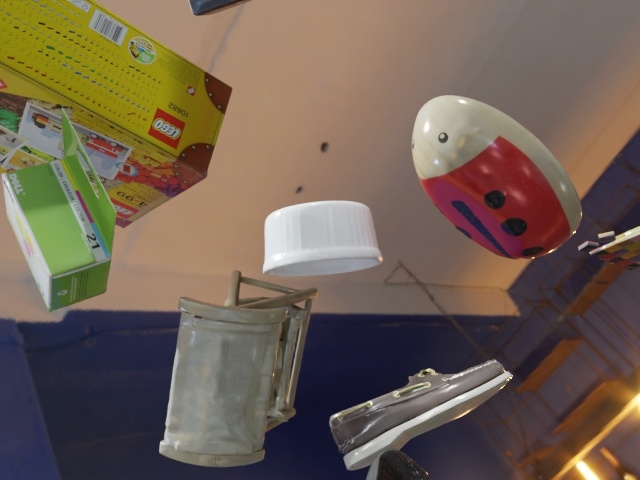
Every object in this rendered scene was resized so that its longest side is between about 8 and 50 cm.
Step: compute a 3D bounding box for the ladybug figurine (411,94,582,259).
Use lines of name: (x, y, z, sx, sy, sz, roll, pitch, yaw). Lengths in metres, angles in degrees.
ladybug figurine: (0.357, -0.106, 1.361, 0.449, 0.305, 0.162, 41, -110, -18)

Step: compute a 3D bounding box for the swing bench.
swing bench: (-0.129, 0.206, 1.078, 0.254, 0.165, 0.253, -34, -46, -74)

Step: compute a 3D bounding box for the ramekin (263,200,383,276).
ramekin: (0.000, 0.000, 1.505, 0.277, 0.135, 0.277, -5, -10, -1)

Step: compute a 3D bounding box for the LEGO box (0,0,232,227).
LEGO box: (-0.468, -0.246, 1.121, 0.500, 0.193, 0.372, 28, -29, -30)

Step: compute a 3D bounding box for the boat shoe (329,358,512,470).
boat shoe: (0.172, 0.279, 1.123, 0.324, 0.097, 0.117, -27, -30, -2)

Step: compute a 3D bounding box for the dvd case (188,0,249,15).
dvd case: (-0.046, -0.292, 0.425, 0.029, 0.179, 0.239, -37, -64, -56)

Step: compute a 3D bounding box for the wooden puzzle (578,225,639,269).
wooden puzzle: (0.223, 0.004, 0.452, 0.083, 0.006, 0.049, 17, -32, -31)

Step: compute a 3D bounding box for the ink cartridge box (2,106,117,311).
ink cartridge box: (-0.384, -0.038, 0.946, 0.097, 0.189, 0.255, -21, -18, -30)

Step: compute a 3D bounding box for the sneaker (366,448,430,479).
sneaker: (0.032, 0.223, 0.489, 0.089, 0.051, 0.170, -56, -13, 11)
